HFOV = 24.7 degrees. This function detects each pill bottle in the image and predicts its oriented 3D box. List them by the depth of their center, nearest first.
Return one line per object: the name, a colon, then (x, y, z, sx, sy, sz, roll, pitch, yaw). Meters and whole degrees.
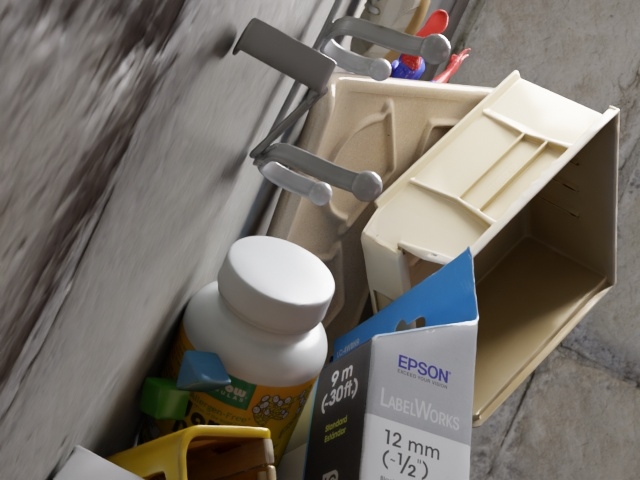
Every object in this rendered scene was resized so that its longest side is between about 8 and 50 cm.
pill bottle: (-0.063, 0.104, 1.157, 0.117, 0.117, 0.208, -59, 173, -60)

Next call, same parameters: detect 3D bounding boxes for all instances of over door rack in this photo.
over door rack: (0.041, -0.159, 0.980, 0.324, 0.108, 0.240, 94, 20, -79)

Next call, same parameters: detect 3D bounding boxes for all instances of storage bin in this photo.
storage bin: (0.174, 0.014, 1.468, 0.260, 0.123, 0.262, -43, 146, -25)

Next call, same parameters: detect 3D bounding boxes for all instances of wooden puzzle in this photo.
wooden puzzle: (0.037, -0.015, 1.447, 0.347, 0.080, 0.322, -5, 121, -53)

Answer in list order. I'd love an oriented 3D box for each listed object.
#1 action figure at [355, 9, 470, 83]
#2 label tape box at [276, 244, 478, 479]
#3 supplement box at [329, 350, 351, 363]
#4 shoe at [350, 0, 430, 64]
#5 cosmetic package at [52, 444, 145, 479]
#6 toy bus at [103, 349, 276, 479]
action figure: (0.098, -0.207, 1.550, 0.139, 0.091, 0.280, -54, 173, -17)
label tape box: (0.017, 0.188, 1.236, 0.249, 0.115, 0.348, -37, -139, 51)
supplement box: (0.053, 0.158, 1.425, 0.056, 0.083, 0.083, -20, -123, 54)
shoe: (0.075, -0.253, 1.312, 0.219, 0.058, 0.076, -62, -152, 17)
cosmetic package: (-0.179, 0.250, 0.945, 0.099, 0.060, 0.239, -62, 175, -52)
toy bus: (-0.119, 0.191, 1.029, 0.104, 0.191, 0.202, 10, 109, -41)
